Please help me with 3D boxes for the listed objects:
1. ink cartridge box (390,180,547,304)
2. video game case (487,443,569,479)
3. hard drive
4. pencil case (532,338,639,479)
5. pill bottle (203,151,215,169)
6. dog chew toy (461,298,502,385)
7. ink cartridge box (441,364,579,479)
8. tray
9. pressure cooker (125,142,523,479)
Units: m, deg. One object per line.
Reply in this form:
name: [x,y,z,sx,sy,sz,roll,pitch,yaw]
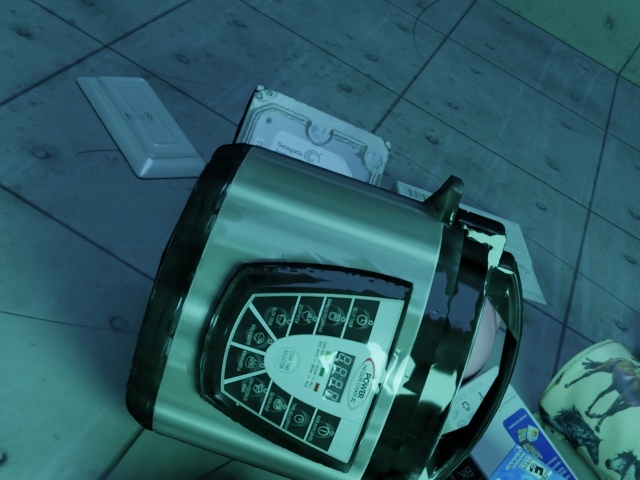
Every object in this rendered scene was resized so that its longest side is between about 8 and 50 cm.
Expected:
ink cartridge box: [0.260,0.019,1.756,0.275,0.060,0.239,18,36,-18]
video game case: [0.247,0.387,1.054,0.244,0.061,0.269,34,47,19]
hard drive: [-0.047,-0.042,1.448,0.237,0.064,0.339,24,66,-11]
pencil case: [0.488,0.349,1.389,0.160,0.183,0.410,-8,51,-37]
pill bottle: [-0.095,-0.089,1.591,0.184,0.103,0.103,5,41,-33]
dog chew toy: [0.186,0.102,1.478,0.206,0.206,0.332,37,26,11]
ink cartridge box: [0.279,0.342,1.305,0.165,0.065,0.333,-18,68,-48]
tray: [-0.301,-0.205,1.655,0.145,0.030,0.270,-6,47,-40]
pressure cooker: [0.023,0.103,1.143,0.420,0.370,0.375,20,56,-1]
